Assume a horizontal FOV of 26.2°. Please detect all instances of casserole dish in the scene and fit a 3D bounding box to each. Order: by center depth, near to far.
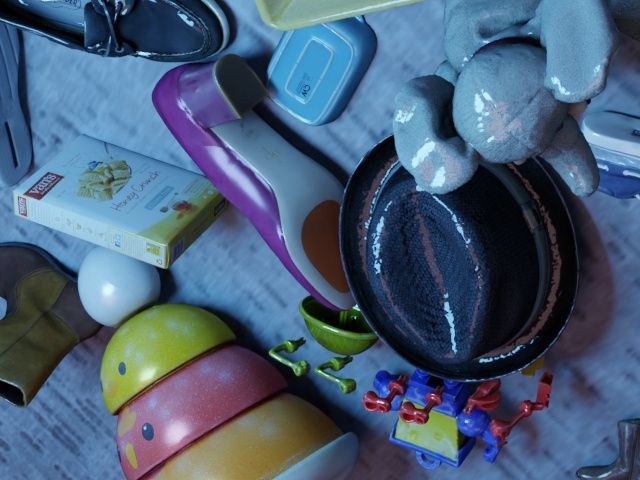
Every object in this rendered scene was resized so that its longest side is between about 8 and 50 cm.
[{"bbox_3d":[-0.007,-0.216,1.699,0.114,0.037,0.188,36,132,5],"label":"casserole dish"}]

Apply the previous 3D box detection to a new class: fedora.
[{"bbox_3d":[0.147,0.027,1.643,0.334,0.152,0.334,5,104,20],"label":"fedora"}]

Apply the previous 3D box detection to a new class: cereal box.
[{"bbox_3d":[-0.268,-0.056,1.861,0.240,0.173,0.047,19,128,16],"label":"cereal box"}]

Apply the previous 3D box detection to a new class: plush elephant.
[{"bbox_3d":[0.216,-0.162,1.398,0.272,0.255,0.330,-28,135,36],"label":"plush elephant"}]

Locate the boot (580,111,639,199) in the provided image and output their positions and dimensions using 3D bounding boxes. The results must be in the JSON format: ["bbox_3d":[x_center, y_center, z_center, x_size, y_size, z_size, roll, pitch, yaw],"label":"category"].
[{"bbox_3d":[0.384,-0.082,1.556,0.190,0.069,0.086,22,136,26],"label":"boot"}]

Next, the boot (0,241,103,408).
[{"bbox_3d":[-0.470,0.127,2.024,0.264,0.280,0.096,23,129,15],"label":"boot"}]

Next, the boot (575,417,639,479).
[{"bbox_3d":[0.389,0.275,1.802,0.106,0.037,0.114,3,126,12],"label":"boot"}]

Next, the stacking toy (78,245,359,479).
[{"bbox_3d":[-0.203,0.215,1.972,0.480,0.351,0.350,56,132,9],"label":"stacking toy"}]

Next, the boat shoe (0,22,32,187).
[{"bbox_3d":[-0.490,-0.216,1.906,0.119,0.121,0.335,16,132,17],"label":"boat shoe"}]

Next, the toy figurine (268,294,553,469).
[{"bbox_3d":[0.117,0.232,1.837,0.363,0.191,0.217,17,132,20],"label":"toy figurine"}]

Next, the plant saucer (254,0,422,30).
[{"bbox_3d":[0.036,-0.420,1.509,0.333,0.081,0.332,-7,117,32],"label":"plant saucer"}]

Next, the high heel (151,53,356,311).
[{"bbox_3d":[-0.079,-0.069,1.795,0.181,0.127,0.377,-10,110,54],"label":"high heel"}]

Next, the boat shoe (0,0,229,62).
[{"bbox_3d":[-0.286,-0.289,1.754,0.340,0.113,0.127,22,129,15],"label":"boat shoe"}]
